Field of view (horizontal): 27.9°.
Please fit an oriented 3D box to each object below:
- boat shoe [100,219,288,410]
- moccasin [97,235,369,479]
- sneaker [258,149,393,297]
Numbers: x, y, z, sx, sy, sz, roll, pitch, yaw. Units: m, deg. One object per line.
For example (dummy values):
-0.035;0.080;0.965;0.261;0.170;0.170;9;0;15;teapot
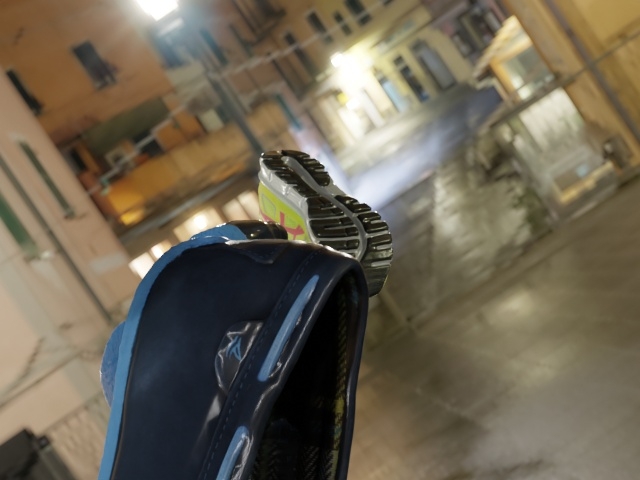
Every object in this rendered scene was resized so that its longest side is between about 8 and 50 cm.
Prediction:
-0.100;0.079;1.088;0.089;0.109;0.258;-20;-17;-45;boat shoe
-0.039;0.158;0.569;0.117;0.341;0.138;-7;-14;30;moccasin
0.000;0.000;1.241;0.082;0.208;0.094;-3;-54;-29;sneaker
